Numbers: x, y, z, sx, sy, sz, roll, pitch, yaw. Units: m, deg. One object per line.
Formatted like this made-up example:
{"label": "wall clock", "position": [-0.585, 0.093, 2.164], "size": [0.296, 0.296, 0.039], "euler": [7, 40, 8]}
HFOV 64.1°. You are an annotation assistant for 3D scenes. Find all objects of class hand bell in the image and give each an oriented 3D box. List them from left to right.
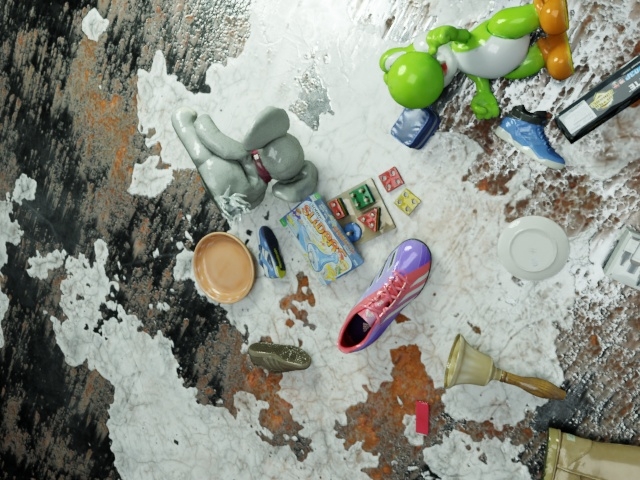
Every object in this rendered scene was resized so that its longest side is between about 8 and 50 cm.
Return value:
{"label": "hand bell", "position": [0.403, 0.295, 1.105], "size": [0.242, 0.126, 0.126], "euler": [15, 106, 9]}

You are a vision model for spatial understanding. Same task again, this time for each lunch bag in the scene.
{"label": "lunch bag", "position": [0.209, -0.250, 1.104], "size": [0.067, 0.065, 0.098], "euler": [48, 117, 27]}

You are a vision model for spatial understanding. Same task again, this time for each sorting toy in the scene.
{"label": "sorting toy", "position": [0.095, -0.063, 1.201], "size": [0.275, 0.046, 0.132], "euler": [-27, 88, 26]}

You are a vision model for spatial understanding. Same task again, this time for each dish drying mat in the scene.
{"label": "dish drying mat", "position": [0.247, 0.429, 1.238], "size": [0.032, 0.008, 0.083], "euler": [4, 102, 25]}

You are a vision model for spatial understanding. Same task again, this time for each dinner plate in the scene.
{"label": "dinner plate", "position": [0.443, 0.019, 1.069], "size": [0.141, 0.017, 0.141], "euler": [5, 103, 24]}

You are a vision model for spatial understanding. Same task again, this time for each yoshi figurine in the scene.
{"label": "yoshi figurine", "position": [0.280, -0.335, 0.978], "size": [0.362, 0.203, 0.203], "euler": [-5, 96, 28]}

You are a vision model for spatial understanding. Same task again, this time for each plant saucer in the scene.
{"label": "plant saucer", "position": [-0.259, 0.073, 1.396], "size": [0.200, 0.037, 0.199], "euler": [5, 102, 24]}

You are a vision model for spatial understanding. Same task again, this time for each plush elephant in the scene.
{"label": "plush elephant", "position": [-0.158, -0.192, 1.201], "size": [0.330, 0.256, 0.271], "euler": [50, 164, 44]}

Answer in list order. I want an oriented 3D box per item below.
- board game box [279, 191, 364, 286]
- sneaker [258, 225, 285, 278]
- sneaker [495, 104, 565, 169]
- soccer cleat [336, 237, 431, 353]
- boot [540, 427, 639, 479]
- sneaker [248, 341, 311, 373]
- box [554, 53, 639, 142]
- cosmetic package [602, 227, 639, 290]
{"label": "board game box", "position": [0.000, 0.000, 1.231], "size": [0.136, 0.035, 0.201], "euler": [-36, 88, 45]}
{"label": "sneaker", "position": [-0.139, 0.034, 1.324], "size": [0.059, 0.053, 0.144], "euler": [-14, 92, 29]}
{"label": "sneaker", "position": [0.432, -0.210, 1.009], "size": [0.152, 0.058, 0.084], "euler": [41, 122, 21]}
{"label": "soccer cleat", "position": [0.144, 0.136, 1.173], "size": [0.109, 0.116, 0.318], "euler": [39, 113, 14]}
{"label": "boot", "position": [0.599, 0.522, 1.046], "size": [0.270, 0.089, 0.236], "euler": [8, 103, 22]}
{"label": "sneaker", "position": [-0.105, 0.321, 1.363], "size": [0.189, 0.066, 0.071], "euler": [8, 119, 29]}
{"label": "box", "position": [0.498, -0.242, 0.883], "size": [0.175, 0.220, 0.051], "euler": [-37, 80, 25]}
{"label": "cosmetic package", "position": [0.670, 0.072, 0.947], "size": [0.239, 0.060, 0.098], "euler": [26, 110, 19]}
